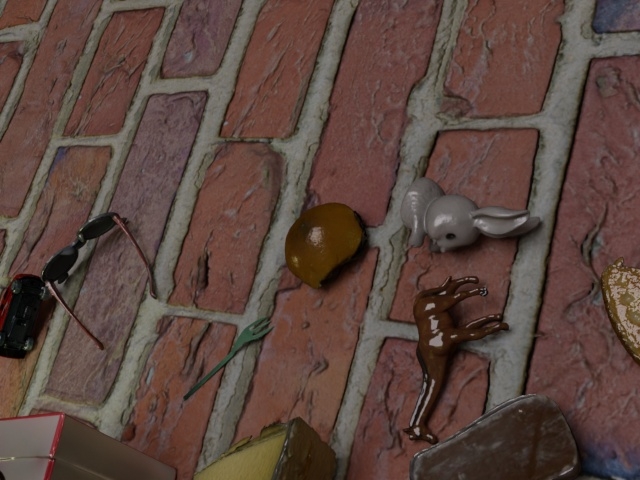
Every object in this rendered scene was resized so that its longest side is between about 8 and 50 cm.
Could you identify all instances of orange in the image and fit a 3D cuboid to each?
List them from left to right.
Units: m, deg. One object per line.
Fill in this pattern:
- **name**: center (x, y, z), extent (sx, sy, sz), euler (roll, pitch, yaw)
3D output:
- **orange**: center (0.000, 0.000, 1.664), extent (0.160, 0.112, 0.169), euler (-1, 54, 35)

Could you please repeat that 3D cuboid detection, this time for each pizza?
- **pizza**: center (0.515, 0.090, 1.287), extent (0.199, 0.062, 0.188), euler (-24, 67, 16)

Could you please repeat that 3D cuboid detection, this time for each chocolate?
- **chocolate**: center (0.261, 0.339, 1.316), extent (0.254, 0.080, 0.157), euler (-32, 37, 15)

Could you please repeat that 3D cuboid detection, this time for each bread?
- **bread**: center (-0.182, 0.484, 1.461), extent (0.405, 0.242, 0.345), euler (-6, 61, 28)

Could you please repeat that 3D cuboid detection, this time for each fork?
- **fork**: center (-0.184, 0.228, 1.722), extent (0.235, 0.021, 0.039), euler (-42, 47, 8)

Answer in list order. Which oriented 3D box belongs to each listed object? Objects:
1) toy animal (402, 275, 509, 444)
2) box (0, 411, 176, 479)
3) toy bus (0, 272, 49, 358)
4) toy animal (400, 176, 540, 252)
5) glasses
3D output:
- **toy animal**: center (0.199, 0.188, 1.454), extent (0.230, 0.066, 0.224), euler (-31, 71, 6)
- **box**: center (-0.490, 0.502, 1.585), extent (0.314, 0.312, 0.300), euler (-11, 54, 29)
- **toy bus**: center (-0.688, 0.166, 2.045), extent (0.089, 0.081, 0.195), euler (18, 91, 52)
- **toy animal**: center (0.244, -0.021, 1.501), extent (0.221, 0.104, 0.130), euler (20, 77, 40)
- **glasses**: center (-0.473, 0.094, 1.987), extent (0.234, 0.118, 0.268), euler (-42, 70, 7)
